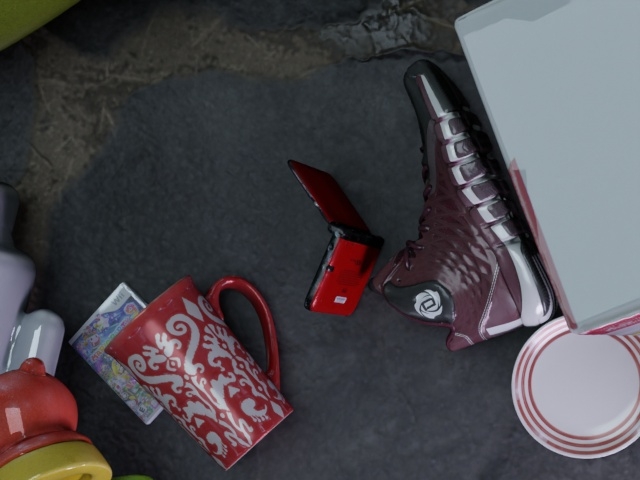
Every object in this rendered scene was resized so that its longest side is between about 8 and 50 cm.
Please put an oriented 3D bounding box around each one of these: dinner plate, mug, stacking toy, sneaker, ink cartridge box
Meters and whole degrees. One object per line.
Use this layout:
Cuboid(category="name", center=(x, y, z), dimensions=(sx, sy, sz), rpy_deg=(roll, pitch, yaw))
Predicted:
Cuboid(category="dinner plate", center=(0.251, 0.136, 1.856), dimensions=(0.141, 0.017, 0.141), rpy_deg=(0, 99, 2))
Cuboid(category="mug", center=(-0.102, 0.122, 1.922), dimensions=(0.150, 0.113, 0.169), rpy_deg=(-42, 86, 3))
Cuboid(category="stacking toy", center=(-0.316, 0.246, 1.907), dimensions=(0.309, 0.279, 0.130), rpy_deg=(-31, 67, 15))
Cuboid(category="sneaker", center=(0.101, -0.022, 1.883), dimensions=(0.162, 0.106, 0.281), rpy_deg=(-27, 80, 16))
Cuboid(category="ink cartridge box", center=(0.276, -0.068, 1.689), dimensions=(0.160, 0.384, 0.279), rpy_deg=(-23, 80, 17))

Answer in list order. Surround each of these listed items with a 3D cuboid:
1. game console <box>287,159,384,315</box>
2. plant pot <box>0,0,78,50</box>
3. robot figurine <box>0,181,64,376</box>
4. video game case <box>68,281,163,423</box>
Cuboid(category="game console", center=(0.000, 0.000, 1.887), dimensions=(0.085, 0.144, 0.124), rpy_deg=(24, 93, 17))
Cuboid(category="plant pot", center=(-0.382, -0.318, 1.912), dimensions=(0.353, 0.366, 0.366), rpy_deg=(-39, 75, 34))
Cuboid(category="robot figurine", center=(-0.408, 0.100, 1.969), dimensions=(0.300, 0.200, 0.353), rpy_deg=(15, 90, 12))
Cuboid(category="video game case", center=(-0.189, 0.115, 2.003), dimensions=(0.122, 0.011, 0.087), rpy_deg=(45, 99, 15))
